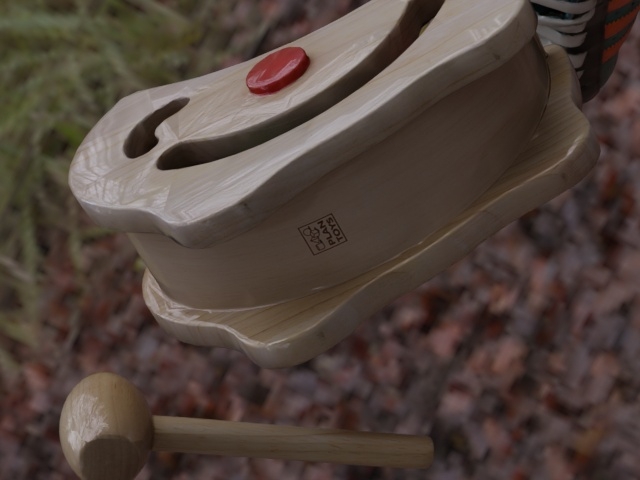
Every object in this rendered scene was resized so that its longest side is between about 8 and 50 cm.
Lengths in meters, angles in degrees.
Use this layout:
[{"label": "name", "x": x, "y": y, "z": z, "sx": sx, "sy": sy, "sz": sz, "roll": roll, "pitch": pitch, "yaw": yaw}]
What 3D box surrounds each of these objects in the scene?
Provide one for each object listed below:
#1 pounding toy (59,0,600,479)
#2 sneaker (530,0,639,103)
[{"label": "pounding toy", "x": 0.000, "y": 0.000, "z": 0.808, "sx": 0.269, "sy": 0.155, "sz": 0.154, "roll": -33, "pitch": 27, "yaw": -5}, {"label": "sneaker", "x": 0.112, "y": -0.119, "z": 0.937, "sx": 0.302, "sy": 0.108, "sz": 0.121, "roll": -3, "pitch": -68, "yaw": -81}]
